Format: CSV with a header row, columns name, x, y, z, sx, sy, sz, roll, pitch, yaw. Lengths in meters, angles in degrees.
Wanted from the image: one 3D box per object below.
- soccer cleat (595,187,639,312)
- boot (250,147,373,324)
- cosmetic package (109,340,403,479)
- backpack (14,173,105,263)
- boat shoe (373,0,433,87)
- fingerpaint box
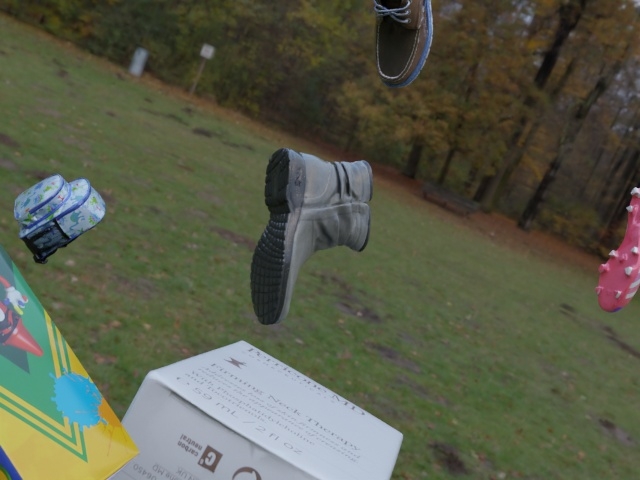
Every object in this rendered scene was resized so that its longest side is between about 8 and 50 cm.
name,x,y,z,sx,sy,sz,roll,pitch,yaw
soccer cleat,0.575,0.020,1.370,0.095,0.247,0.083,24,-7,-24
boot,0.000,0.000,1.045,0.161,0.246,0.083,10,-1,-33
cosmetic package,-0.111,0.376,1.091,0.330,0.327,0.394,28,4,10
backpack,-0.366,-0.041,1.068,0.084,0.114,0.105,64,-4,-33
boat shoe,0.084,-0.258,0.816,0.066,0.183,0.066,11,10,25
fingerpaint box,-0.485,0.215,0.840,0.371,0.445,0.163,56,21,3
